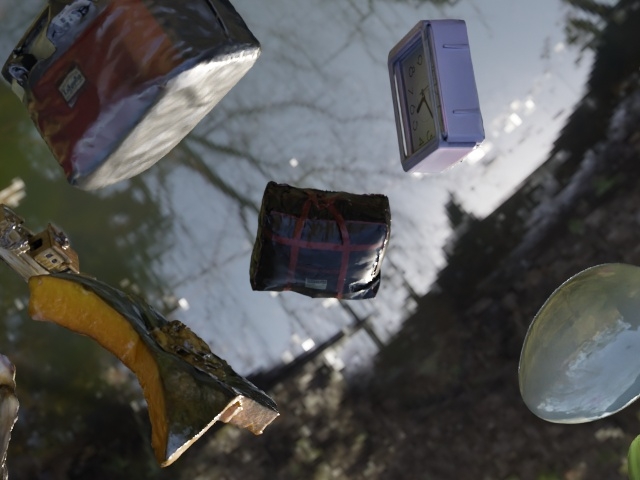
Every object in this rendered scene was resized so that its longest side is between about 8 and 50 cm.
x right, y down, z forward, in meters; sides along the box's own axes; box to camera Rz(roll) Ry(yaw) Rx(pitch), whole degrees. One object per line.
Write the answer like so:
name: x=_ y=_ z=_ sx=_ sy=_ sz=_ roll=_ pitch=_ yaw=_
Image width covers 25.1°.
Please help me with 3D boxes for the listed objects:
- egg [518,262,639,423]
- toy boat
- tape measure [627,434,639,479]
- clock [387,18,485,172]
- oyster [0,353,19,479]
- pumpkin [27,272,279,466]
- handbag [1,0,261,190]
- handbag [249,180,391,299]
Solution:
egg: x=0.311 y=0.119 z=1.625 sx=0.209 sy=0.151 sz=0.151 roll=-45 pitch=153 yaw=8
toy boat: x=-0.355 y=0.017 z=1.854 sx=0.072 sy=0.064 sz=0.206 roll=-28 pitch=142 yaw=13
tape measure: x=0.441 y=0.256 z=1.649 sx=0.175 sy=0.106 sz=0.200 roll=-9 pitch=150 yaw=16
clock: x=0.163 y=-0.204 z=2.054 sx=0.073 sy=0.193 sz=0.144 roll=-3 pitch=166 yaw=-20
oyster: x=-0.422 y=0.247 z=1.675 sx=0.275 sy=0.271 sz=0.100 roll=-4 pitch=168 yaw=26
pumpkin: x=-0.163 y=0.141 z=1.551 sx=0.095 sy=0.290 sz=0.258 roll=-55 pitch=147 yaw=5
handbag: x=-0.202 y=-0.184 z=1.430 sx=0.181 sy=0.181 sz=0.254 roll=-24 pitch=166 yaw=-49
handbag: x=0.000 y=0.000 z=2.261 sx=0.215 sy=0.155 sz=0.169 roll=5 pitch=124 yaw=-3
